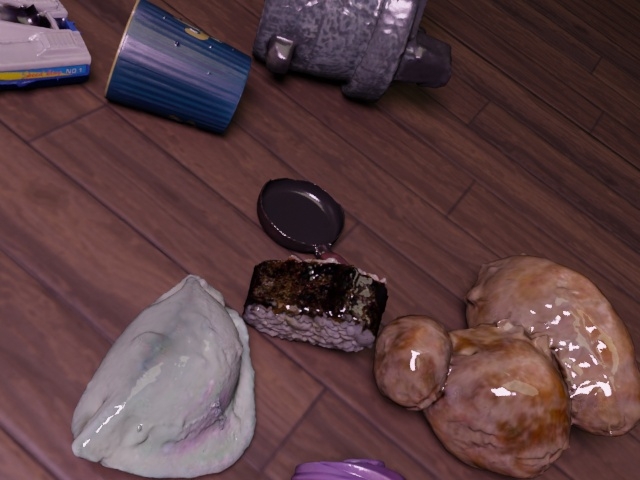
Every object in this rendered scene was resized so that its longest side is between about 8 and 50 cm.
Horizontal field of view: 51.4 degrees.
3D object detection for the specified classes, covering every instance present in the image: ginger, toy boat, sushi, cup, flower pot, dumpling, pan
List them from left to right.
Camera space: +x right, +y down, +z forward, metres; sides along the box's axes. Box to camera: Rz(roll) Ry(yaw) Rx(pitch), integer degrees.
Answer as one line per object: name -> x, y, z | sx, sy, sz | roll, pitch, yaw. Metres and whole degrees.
toy boat -> -0.420, -0.225, 0.754 | 0.295, 0.088, 0.129 | -15, 61, -36
cup -> -0.181, -0.222, 0.865 | 0.155, 0.131, 0.176 | 21, 21, -16
dumpling -> -0.122, 0.128, 0.592 | 0.149, 0.105, 0.216 | 29, 41, 7
sushi -> -0.006, 0.066, 0.703 | 0.150, 0.090, 0.078 | 4, 56, 19
pan -> -0.001, 0.003, 0.809 | 0.115, 0.040, 0.212 | -11, 51, -35
flower pot -> 0.061, -0.351, 0.970 | 0.283, 0.299, 0.299 | 14, 47, -11
ginger -> 0.205, 0.136, 0.721 | 0.304, 0.155, 0.244 | -17, 58, -37

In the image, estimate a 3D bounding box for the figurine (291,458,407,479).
figurine -> 0.009, 0.257, 0.565 | 0.114, 0.126, 0.157 | 12, 80, 26
